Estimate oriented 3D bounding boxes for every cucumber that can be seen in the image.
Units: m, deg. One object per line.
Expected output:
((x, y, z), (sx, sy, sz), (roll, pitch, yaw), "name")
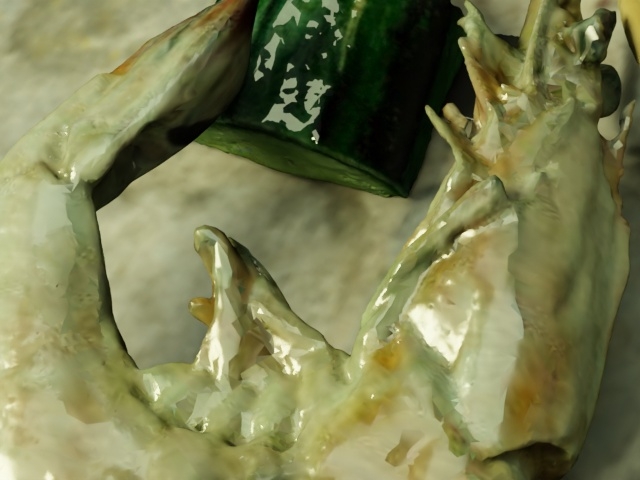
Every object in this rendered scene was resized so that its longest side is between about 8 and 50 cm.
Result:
((-0.002, -0.085, 0.775), (0.116, 0.062, 0.115), (16, 70, 15), "cucumber")

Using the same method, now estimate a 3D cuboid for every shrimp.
((0.000, 0.000, 0.674), (0.247, 0.085, 0.360), (30, 67, 10), "shrimp")

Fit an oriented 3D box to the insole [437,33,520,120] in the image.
((0.051, -0.072, 0.801), (0.153, 0.002, 0.053), (-2, 56, 4), "insole")

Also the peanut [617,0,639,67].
((0.308, -0.078, 0.687), (0.387, 0.169, 0.192), (12, 57, 9), "peanut")
